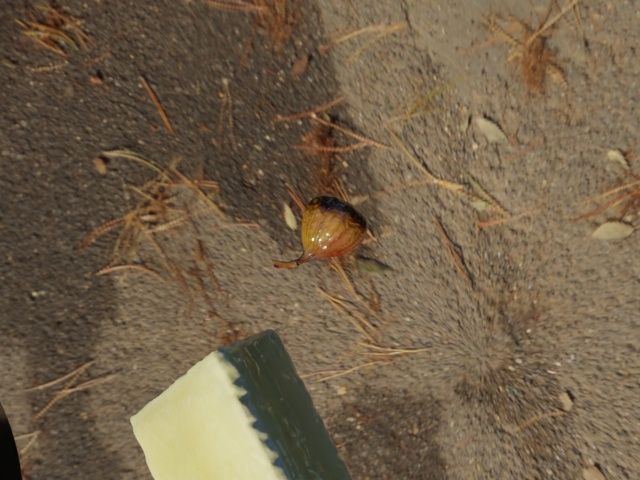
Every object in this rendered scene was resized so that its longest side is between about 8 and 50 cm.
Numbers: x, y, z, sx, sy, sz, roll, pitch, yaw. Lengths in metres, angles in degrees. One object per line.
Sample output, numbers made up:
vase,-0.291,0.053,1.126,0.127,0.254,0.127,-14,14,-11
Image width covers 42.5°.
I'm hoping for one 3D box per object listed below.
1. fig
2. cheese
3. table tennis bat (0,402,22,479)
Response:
fig,0.000,0.000,1.705,0.134,0.146,0.201,43,73,-13
cheese,-0.095,0.283,1.027,0.242,0.124,0.265,-41,72,42
table tennis bat,-0.243,0.159,0.532,0.021,0.274,0.154,-14,83,-4
